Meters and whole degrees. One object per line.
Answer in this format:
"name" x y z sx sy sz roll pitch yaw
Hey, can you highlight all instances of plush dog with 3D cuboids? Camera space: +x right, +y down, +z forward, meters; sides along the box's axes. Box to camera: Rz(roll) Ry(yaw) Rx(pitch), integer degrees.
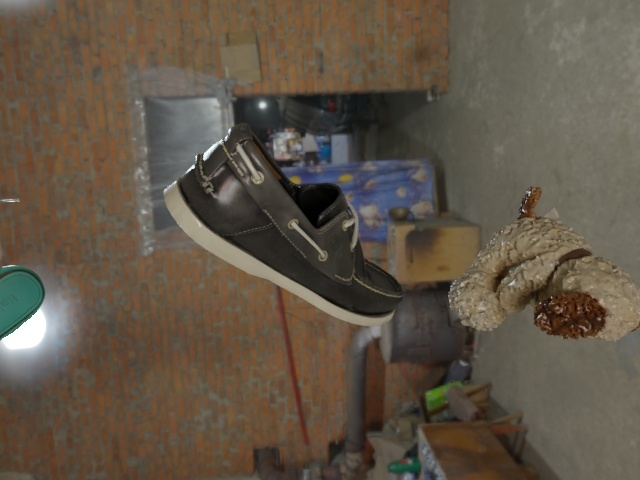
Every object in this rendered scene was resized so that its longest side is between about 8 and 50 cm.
"plush dog" 0.353 0.057 0.835 0.225 0.262 0.211 41 125 47

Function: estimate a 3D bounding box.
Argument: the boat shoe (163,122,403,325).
"boat shoe" 0.000 0.000 0.432 0.233 0.079 0.084 33 -167 -42

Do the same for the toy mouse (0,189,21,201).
"toy mouse" -0.439 -0.053 0.712 0.143 0.160 0.031 20 -110 -55

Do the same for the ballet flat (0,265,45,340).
"ballet flat" -0.400 0.115 0.594 0.087 0.247 0.083 -8 118 51
